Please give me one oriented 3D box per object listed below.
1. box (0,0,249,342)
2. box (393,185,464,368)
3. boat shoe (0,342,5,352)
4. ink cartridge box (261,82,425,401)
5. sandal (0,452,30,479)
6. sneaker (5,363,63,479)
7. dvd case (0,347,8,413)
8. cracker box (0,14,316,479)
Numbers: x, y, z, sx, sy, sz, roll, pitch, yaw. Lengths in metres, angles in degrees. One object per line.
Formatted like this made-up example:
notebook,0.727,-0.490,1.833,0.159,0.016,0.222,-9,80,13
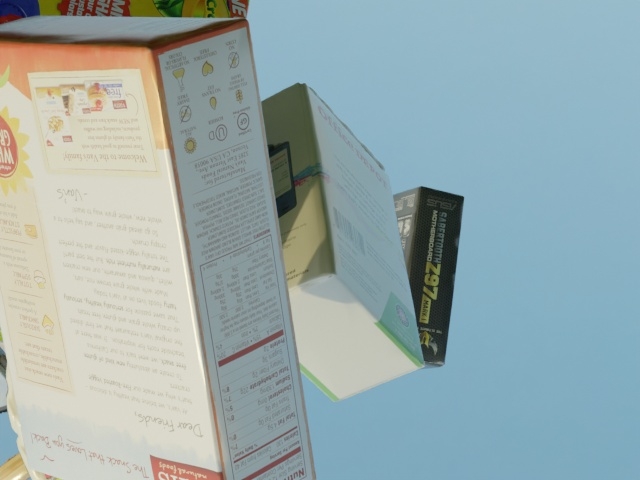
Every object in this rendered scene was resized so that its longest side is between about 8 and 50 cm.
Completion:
box,-0.233,-0.079,1.252,0.279,0.177,0.290,15,-109,-21
box,0.072,0.049,1.746,0.059,0.183,0.232,12,168,-20
boat shoe,-0.255,0.093,1.746,0.158,0.340,0.127,-55,-155,-16
ink cartridge box,0.000,0.000,1.318,0.093,0.154,0.212,-24,-132,20
sandal,-0.321,0.210,1.431,0.079,0.240,0.088,56,-159,5
sneaker,-0.129,0.159,1.057,0.107,0.279,0.118,-11,180,-32
dvd case,-0.382,0.064,1.377,0.180,0.253,0.022,-20,-154,34
cracker box,-0.092,0.011,0.776,0.155,0.232,0.067,9,-157,42
